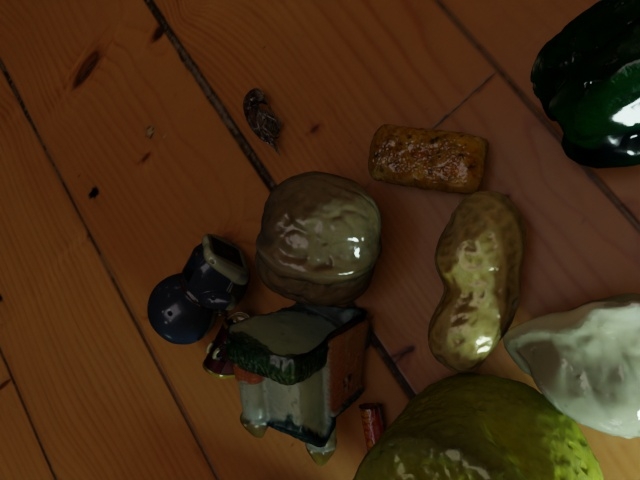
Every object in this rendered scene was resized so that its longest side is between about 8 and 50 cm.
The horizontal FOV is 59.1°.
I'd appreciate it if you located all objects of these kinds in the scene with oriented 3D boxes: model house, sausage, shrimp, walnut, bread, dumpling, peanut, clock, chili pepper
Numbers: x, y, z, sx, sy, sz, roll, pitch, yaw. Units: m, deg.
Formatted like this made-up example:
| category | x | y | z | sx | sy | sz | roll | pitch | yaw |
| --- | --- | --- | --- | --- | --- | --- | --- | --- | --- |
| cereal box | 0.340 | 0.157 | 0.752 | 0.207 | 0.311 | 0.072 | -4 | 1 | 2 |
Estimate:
| category | x | y | z | sx | sy | sz | roll | pitch | yaw |
| --- | --- | --- | --- | --- | --- | --- | --- | --- | --- |
| model house | -0.033 | 0.279 | 1.037 | 0.184 | 0.253 | 0.291 | 2 | 102 | 34 |
| sausage | 0.104 | 0.380 | 1.058 | 0.050 | 0.048 | 0.145 | -13 | 85 | 32 |
| shrimp | -0.114 | -0.245 | 1.179 | 0.065 | 0.056 | 0.165 | -37 | 76 | 15 |
| walnut | 0.000 | -0.001 | 1.022 | 0.248 | 0.248 | 0.248 | -1 | 88 | 27 |
| bread | 0.190 | -0.145 | 1.007 | 0.211 | 0.083 | 0.114 | 10 | 89 | 25 |
| dumpling | 0.426 | 0.167 | 0.795 | 0.318 | 0.243 | 0.187 | 0 | 59 | 16 |
| peanut | 0.257 | 0.070 | 0.937 | 0.147 | 0.147 | 0.305 | 6 | 94 | 27 |
| clock | -0.261 | 0.108 | 1.196 | 0.243 | 0.146 | 0.199 | -49 | 36 | 16 |
| chili pepper | 0.444 | -0.234 | 0.801 | 0.257 | 0.248 | 0.233 | -24 | 55 | 26 |
| bread | 0.230 | 0.389 | 0.844 | 0.348 | 0.308 | 0.348 | 0 | 89 | 27 |

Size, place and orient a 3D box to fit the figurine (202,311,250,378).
| category | x | y | z | sx | sy | sz | roll | pitch | yaw |
| --- | --- | --- | --- | --- | --- | --- | --- | --- | --- |
| figurine | -0.196 | 0.214 | 1.187 | 0.082 | 0.098 | 0.154 | 35 | 107 | 27 |
